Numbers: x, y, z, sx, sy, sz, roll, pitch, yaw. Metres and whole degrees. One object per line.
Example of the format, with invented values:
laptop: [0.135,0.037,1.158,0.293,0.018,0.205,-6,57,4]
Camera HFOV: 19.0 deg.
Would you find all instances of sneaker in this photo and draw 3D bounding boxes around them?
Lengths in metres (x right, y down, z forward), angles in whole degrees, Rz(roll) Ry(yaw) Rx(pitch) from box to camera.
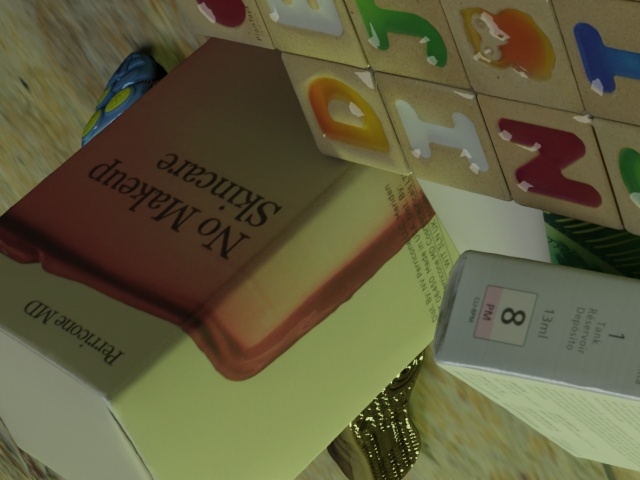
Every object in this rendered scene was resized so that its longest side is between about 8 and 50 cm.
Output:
sneaker: [0.016,0.087,1.140,0.071,0.066,0.188,37,154,26]
sneaker: [-0.102,-0.048,1.153,0.078,0.067,0.188,22,150,5]

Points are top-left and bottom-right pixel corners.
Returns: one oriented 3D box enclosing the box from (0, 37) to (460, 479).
box: [-0.044,0.014,0.919,0.148,0.232,0.127,25,149,40]

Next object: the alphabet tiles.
alphabet tiles: [0.033,-0.125,0.703,0.342,0.011,0.285,17,141,44]

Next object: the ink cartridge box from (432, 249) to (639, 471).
ink cartridge box: [0.185,0.071,0.779,0.232,0.066,0.189,6,165,27]

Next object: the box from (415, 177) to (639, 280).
box: [0.079,-0.108,0.744,0.232,0.058,0.322,7,135,56]
